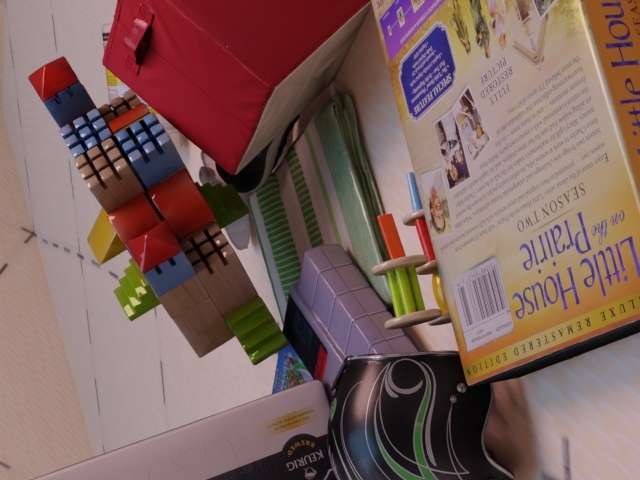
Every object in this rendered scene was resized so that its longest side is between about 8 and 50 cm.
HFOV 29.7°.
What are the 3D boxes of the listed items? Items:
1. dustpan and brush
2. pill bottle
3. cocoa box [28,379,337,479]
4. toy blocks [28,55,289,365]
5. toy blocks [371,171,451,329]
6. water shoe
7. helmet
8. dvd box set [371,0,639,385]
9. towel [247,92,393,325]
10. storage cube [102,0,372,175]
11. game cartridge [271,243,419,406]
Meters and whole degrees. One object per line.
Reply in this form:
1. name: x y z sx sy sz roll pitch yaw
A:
1. dustpan and brush: -0.138 -0.071 1.631 0.211 0.060 0.147 118 134 -74
2. pill bottle: -0.282 -0.246 1.935 0.119 0.119 0.208 -159 63 -66
3. cocoa box: -0.149 0.323 1.321 0.231 0.347 0.228 -33 76 63
4. toy blocks: -0.195 -0.053 1.360 0.381 0.191 0.261 55 173 34
5. toy blocks: 0.087 0.003 1.107 0.054 0.123 0.148 -22 76 36
6. water shoe: -0.062 -0.129 1.461 0.073 0.080 0.203 44 143 5
7. helmet: 0.091 0.184 1.104 0.169 0.169 0.161 159 110 -68
8. dvd box set: 0.156 -0.115 0.964 0.307 0.062 0.420 138 122 -64
9. towel: 0.000 0.000 1.436 0.325 0.038 0.248 136 122 -62
10. storage cube: -0.085 -0.224 1.268 0.193 0.215 0.183 41 149 5
11. game cartridge: 0.023 0.200 1.372 0.230 0.068 0.355 50 145 34
